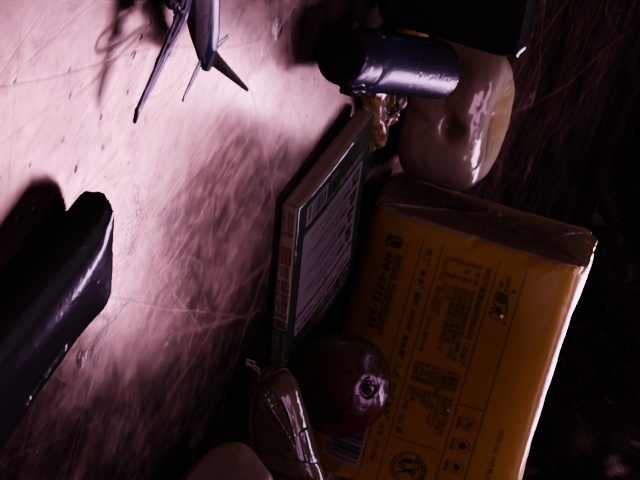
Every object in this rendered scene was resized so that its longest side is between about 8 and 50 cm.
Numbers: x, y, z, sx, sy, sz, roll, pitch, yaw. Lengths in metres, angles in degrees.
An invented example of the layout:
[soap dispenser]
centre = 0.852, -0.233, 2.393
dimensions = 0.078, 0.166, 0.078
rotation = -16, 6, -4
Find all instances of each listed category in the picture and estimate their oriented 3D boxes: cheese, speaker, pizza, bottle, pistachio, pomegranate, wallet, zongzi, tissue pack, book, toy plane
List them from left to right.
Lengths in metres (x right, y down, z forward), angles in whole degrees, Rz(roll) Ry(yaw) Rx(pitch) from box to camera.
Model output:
[wallet]
centre = -0.234, 0.081, 1.510
dimensions = 0.250, 0.044, 0.149
rotation = -57, 164, -39
[toy plane]
centre = -0.098, -0.202, 1.573
dimensions = 0.226, 0.058, 0.226
rotation = -57, 158, -26
[pistachio]
centre = -0.123, 0.305, 2.075
dimensions = 0.185, 0.108, 0.126
rotation = -51, 134, -31
[zongzi]
centre = -0.025, 0.239, 2.194
dimensions = 0.081, 0.178, 0.189
rotation = -23, 138, -30
[book]
centre = 0.000, 0.000, 2.235
dimensions = 0.202, 0.027, 0.264
rotation = -54, 159, -43
[pomegranate]
centre = 0.010, 0.183, 2.295
dimensions = 0.159, 0.129, 0.129
rotation = -31, -170, 35
[pizza]
centre = 0.080, -0.173, 2.268
dimensions = 0.185, 0.036, 0.176
rotation = -40, 148, -60
[bottle]
centre = 0.077, -0.196, 2.097
dimensions = 0.244, 0.072, 0.082
rotation = 0, 92, -62
[tissue pack]
centre = 0.167, 0.137, 2.464
dimensions = 0.228, 0.293, 0.382
rotation = -52, 158, -69
[cheese]
centre = 0.184, -0.176, 2.476
dimensions = 0.235, 0.117, 0.218
rotation = -59, 160, -45
[speaker]
centre = 0.197, -0.421, 2.094
dimensions = 0.184, 0.180, 0.388
rotation = -57, 161, -54
